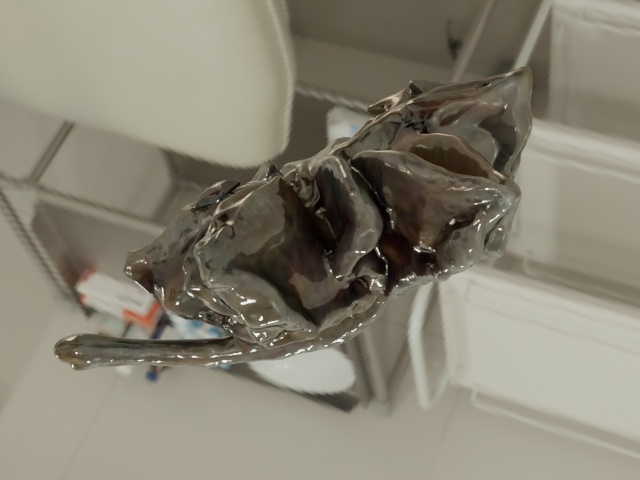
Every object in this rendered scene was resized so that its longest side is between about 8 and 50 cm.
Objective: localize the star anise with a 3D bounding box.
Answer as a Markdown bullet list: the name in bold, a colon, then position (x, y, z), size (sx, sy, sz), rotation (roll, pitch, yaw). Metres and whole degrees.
- **star anise**: position (0.000, 0.001, 0.522), size (0.231, 0.209, 0.089), rotation (-31, 90, 37)
